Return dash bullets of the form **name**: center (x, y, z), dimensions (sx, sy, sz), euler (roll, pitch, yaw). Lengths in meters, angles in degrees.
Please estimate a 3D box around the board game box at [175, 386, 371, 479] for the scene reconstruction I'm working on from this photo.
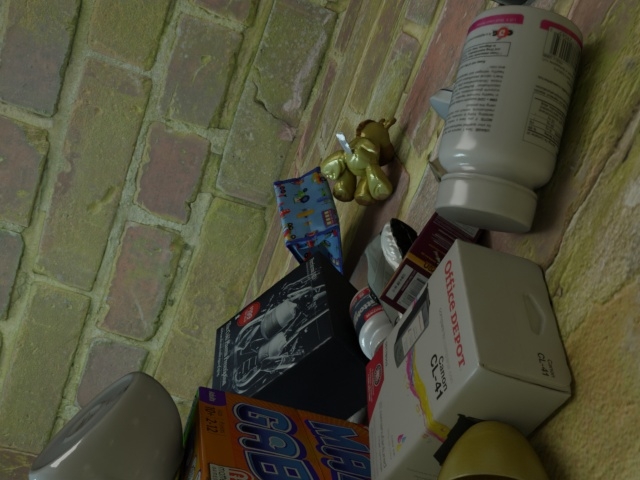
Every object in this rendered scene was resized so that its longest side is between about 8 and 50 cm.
- **board game box**: center (-0.064, 0.488, 1.083), dimensions (0.356, 0.356, 0.356), euler (-141, 68, -76)

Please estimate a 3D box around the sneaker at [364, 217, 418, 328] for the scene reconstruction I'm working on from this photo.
- **sneaker**: center (0.138, 0.092, 1.206), dimensions (0.108, 0.100, 0.271), euler (-42, 39, 33)

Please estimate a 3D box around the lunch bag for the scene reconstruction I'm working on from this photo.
- **lunch bag**: center (0.000, 0.000, 1.798), dimensions (0.293, 0.138, 0.221), euler (66, -173, -48)

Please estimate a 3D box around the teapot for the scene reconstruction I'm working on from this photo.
- **teapot**: center (-0.301, 0.340, 1.088), dimensions (0.252, 0.187, 0.256), euler (-28, 17, 46)

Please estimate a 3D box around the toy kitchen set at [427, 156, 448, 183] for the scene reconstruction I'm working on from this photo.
- **toy kitchen set**: center (0.250, -0.118, 1.263), dimensions (0.068, 0.075, 0.083), euler (-36, 58, 3)

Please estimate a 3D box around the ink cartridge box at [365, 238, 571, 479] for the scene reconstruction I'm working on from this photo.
- **ink cartridge box**: center (0.179, 0.185, 0.952), dimensions (0.226, 0.131, 0.306), euler (-88, 18, -48)

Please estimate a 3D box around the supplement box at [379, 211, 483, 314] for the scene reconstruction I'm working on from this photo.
- **supplement box**: center (0.178, 0.028, 1.099), dimensions (0.188, 0.081, 0.104), euler (-49, -9, -47)

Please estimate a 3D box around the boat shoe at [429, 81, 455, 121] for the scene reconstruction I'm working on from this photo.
- **boat shoe**: center (0.268, -0.248, 1.211), dimensions (0.088, 0.096, 0.267), euler (-45, 7, -2)

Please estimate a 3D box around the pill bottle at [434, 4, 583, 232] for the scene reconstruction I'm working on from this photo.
- **pill bottle**: center (0.256, -0.163, 0.985), dimensions (0.160, 0.160, 0.283), euler (169, 117, -75)

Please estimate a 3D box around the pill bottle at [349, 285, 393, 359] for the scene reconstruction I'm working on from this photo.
- **pill bottle**: center (0.118, 0.161, 1.279), dimensions (0.180, 0.108, 0.108), euler (-110, 38, -68)

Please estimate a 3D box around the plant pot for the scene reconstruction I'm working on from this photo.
- **plant pot**: center (0.198, 0.265, 0.801), dimensions (0.095, 0.134, 0.134), euler (-72, 7, -50)

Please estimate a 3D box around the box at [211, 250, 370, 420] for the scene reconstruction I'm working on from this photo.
- **box**: center (-0.053, 0.240, 1.463), dimensions (0.312, 0.179, 0.343), euler (-38, 24, 12)

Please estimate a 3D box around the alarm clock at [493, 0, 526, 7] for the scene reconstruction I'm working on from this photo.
- **alarm clock**: center (0.350, -0.481, 1.200), dimensions (0.192, 0.064, 0.129), euler (116, 164, -45)

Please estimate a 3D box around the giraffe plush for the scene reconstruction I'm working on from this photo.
- **giraffe plush**: center (0.110, -0.209, 1.685), dimensions (0.170, 0.181, 0.210), euler (-54, -37, -42)

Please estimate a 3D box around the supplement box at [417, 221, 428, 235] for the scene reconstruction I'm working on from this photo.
- **supplement box**: center (0.192, 0.020, 1.302), dimensions (0.098, 0.036, 0.062), euler (122, 159, -49)
